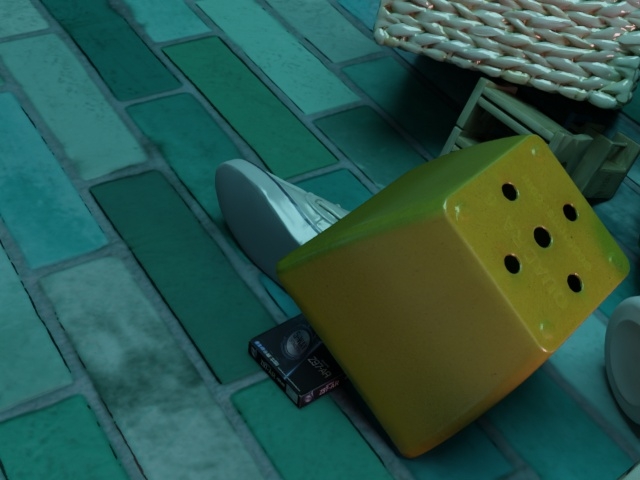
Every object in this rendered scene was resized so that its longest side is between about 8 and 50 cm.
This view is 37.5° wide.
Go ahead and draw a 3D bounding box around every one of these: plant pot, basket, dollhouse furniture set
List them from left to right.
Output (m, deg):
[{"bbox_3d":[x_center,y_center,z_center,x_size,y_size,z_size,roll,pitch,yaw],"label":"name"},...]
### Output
[{"bbox_3d":[0.131,0.029,0.816,0.212,0.187,0.212,-35,90,-38],"label":"plant pot"},{"bbox_3d":[0.266,-0.328,1.159,0.328,0.266,0.331,19,14,13],"label":"basket"},{"bbox_3d":[0.253,-0.093,1.102,0.184,0.129,0.129,-1,36,-46],"label":"dollhouse furniture set"}]

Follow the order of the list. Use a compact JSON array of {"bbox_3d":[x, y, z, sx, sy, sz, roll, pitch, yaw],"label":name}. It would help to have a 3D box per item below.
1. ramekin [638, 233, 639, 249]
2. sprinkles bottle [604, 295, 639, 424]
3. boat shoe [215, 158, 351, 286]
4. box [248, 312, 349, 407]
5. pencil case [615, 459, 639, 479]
[{"bbox_3d":[0.486,-0.053,0.954,0.304,0.148,0.303,0,13,0],"label":"ramekin"},{"bbox_3d":[0.457,0.101,0.895,0.356,0.121,0.121,-3,43,-12],"label":"sprinkles bottle"},{"bbox_3d":[0.000,0.000,0.963,0.088,0.096,0.267,-27,53,-37],"label":"boat shoe"},{"bbox_3d":[-0.018,0.112,0.890,0.067,0.018,0.083,-24,50,-30],"label":"box"},{"bbox_3d":[0.357,0.295,0.641,0.160,0.183,0.410,-44,57,-9],"label":"pencil case"}]
